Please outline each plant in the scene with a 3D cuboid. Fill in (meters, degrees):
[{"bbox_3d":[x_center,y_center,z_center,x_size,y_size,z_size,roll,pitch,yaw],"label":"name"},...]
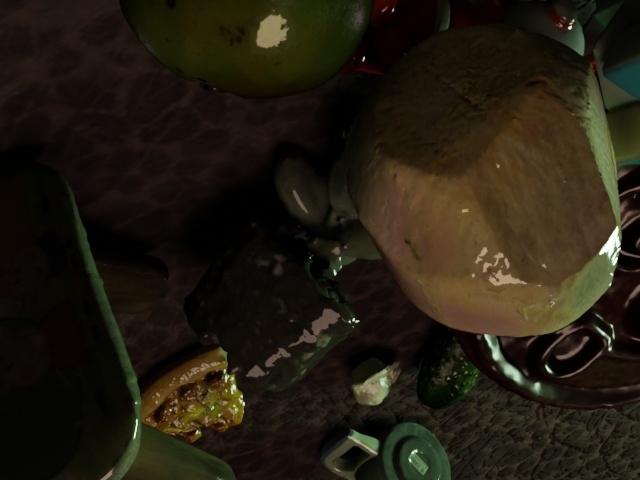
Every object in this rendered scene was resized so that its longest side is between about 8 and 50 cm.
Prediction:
[{"bbox_3d":[0.000,0.001,1.192,0.274,0.149,0.146,-52,179,15],"label":"plant"}]

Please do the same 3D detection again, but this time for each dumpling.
[{"bbox_3d":[0.065,0.160,1.505,0.057,0.052,0.076,-19,136,19],"label":"dumpling"}]

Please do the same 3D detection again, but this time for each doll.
[{"bbox_3d":[0.132,-0.158,1.094,0.245,0.076,0.142,8,139,-27],"label":"doll"}]

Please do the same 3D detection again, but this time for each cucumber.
[{"bbox_3d":[0.162,0.114,1.480,0.069,0.069,0.227,-2,139,-23],"label":"cucumber"}]

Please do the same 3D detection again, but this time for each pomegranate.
[{"bbox_3d":[-0.039,-0.199,0.897,0.180,0.180,0.209,14,105,-38],"label":"pomegranate"}]

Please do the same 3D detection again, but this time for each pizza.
[{"bbox_3d":[-0.133,0.173,1.436,0.134,0.046,0.175,10,135,-34],"label":"pizza"}]

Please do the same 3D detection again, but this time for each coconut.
[{"bbox_3d":[0.127,-0.038,1.012,0.197,0.237,0.237,-12,146,12],"label":"coconut"}]

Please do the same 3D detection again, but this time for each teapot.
[{"bbox_3d":[0.076,0.291,1.645,0.149,0.111,0.108,4,153,-37],"label":"teapot"}]

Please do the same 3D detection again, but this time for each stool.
[{"bbox_3d":[-0.270,0.138,1.109,0.310,0.310,0.226,-27,150,8],"label":"stool"}]

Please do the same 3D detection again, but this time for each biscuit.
[{"bbox_3d":[0.320,0.016,1.328,0.407,0.091,0.407,-11,132,-12],"label":"biscuit"}]

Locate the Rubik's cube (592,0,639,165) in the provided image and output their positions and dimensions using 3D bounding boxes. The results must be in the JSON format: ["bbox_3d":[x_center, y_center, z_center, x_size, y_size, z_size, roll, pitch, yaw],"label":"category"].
[{"bbox_3d":[0.319,-0.159,1.051,0.265,0.224,0.213,34,168,-14],"label":"Rubik's cube"}]
